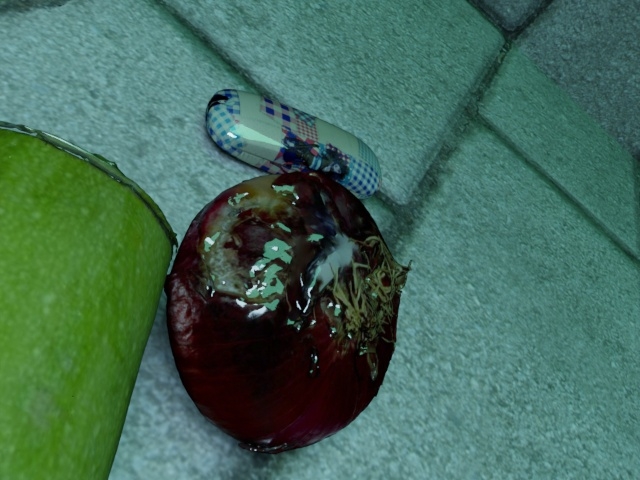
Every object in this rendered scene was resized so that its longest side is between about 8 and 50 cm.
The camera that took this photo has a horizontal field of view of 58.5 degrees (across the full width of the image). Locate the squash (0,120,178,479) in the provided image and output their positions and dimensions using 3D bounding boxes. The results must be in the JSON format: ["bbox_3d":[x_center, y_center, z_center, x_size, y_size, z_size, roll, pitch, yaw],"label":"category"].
[{"bbox_3d":[-0.267,0.118,0.385,0.263,0.263,0.384,26,44,-21],"label":"squash"}]

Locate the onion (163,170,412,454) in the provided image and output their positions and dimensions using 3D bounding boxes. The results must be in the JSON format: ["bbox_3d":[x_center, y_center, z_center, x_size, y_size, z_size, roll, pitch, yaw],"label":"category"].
[{"bbox_3d":[-0.044,0.077,0.643,0.314,0.232,0.314,15,71,-52],"label":"onion"}]

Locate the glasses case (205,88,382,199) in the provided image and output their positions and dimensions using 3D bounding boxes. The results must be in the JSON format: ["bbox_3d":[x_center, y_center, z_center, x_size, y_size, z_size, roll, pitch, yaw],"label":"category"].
[{"bbox_3d":[-0.034,-0.157,0.948,0.327,0.076,0.125,17,49,-30],"label":"glasses case"}]
